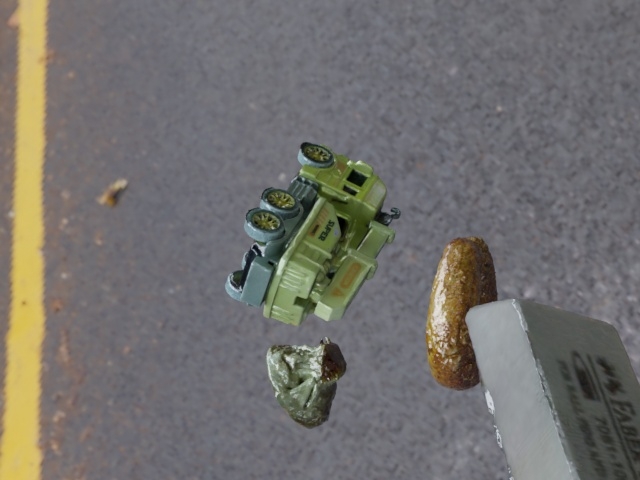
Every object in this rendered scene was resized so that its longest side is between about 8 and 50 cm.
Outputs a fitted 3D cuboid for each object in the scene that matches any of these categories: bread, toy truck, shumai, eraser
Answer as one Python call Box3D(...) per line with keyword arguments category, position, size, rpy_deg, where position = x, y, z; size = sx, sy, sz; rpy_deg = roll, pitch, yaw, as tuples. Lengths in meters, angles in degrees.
Box3D(category="bread", position=(0.167, 0.084, 1.461), size=(0.064, 0.193, 0.193), rpy_deg=(5, 61, 18))
Box3D(category="toy truck", position=(0.000, 0.000, 0.978), size=(0.169, 0.100, 0.077), rpy_deg=(-56, -11, -54))
Box3D(category="shumai", position=(-0.006, 0.175, 1.630), size=(0.087, 0.124, 0.099), rpy_deg=(-25, 33, 21))
Box3D(category="eraser", position=(0.210, 0.167, 1.012), size=(0.352, 0.111, 0.077), rpy_deg=(-101, 31, -48))
